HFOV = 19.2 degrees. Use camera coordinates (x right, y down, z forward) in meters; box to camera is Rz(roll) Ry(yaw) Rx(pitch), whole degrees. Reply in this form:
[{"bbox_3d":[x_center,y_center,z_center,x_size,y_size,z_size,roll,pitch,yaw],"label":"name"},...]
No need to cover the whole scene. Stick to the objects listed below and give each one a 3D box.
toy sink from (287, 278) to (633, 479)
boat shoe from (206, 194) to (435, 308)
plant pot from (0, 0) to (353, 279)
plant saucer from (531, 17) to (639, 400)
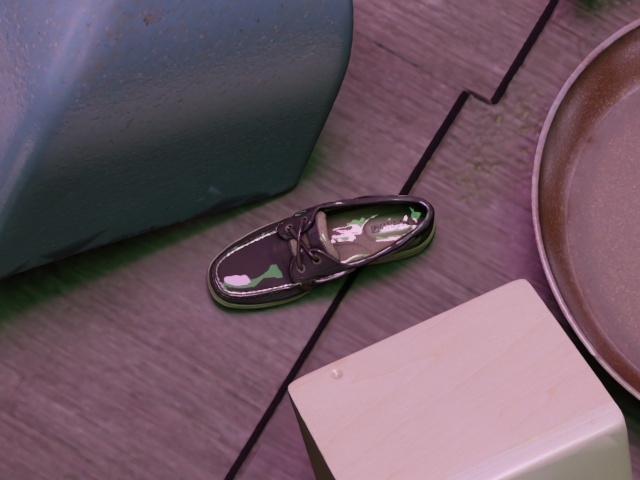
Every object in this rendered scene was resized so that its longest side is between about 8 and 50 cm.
[{"bbox_3d":[0.089,0.160,1.094,0.153,0.234,0.131,-24,46,-7],"label":"toy sink"},{"bbox_3d":[0.000,0.000,1.195,0.152,0.049,0.056,-20,75,-7],"label":"boat shoe"},{"bbox_3d":[-0.123,-0.161,1.100,0.247,0.252,0.248,-18,73,-28],"label":"plant pot"},{"bbox_3d":[0.281,-0.008,1.192,0.310,0.050,0.310,2,69,-6],"label":"plant saucer"}]
